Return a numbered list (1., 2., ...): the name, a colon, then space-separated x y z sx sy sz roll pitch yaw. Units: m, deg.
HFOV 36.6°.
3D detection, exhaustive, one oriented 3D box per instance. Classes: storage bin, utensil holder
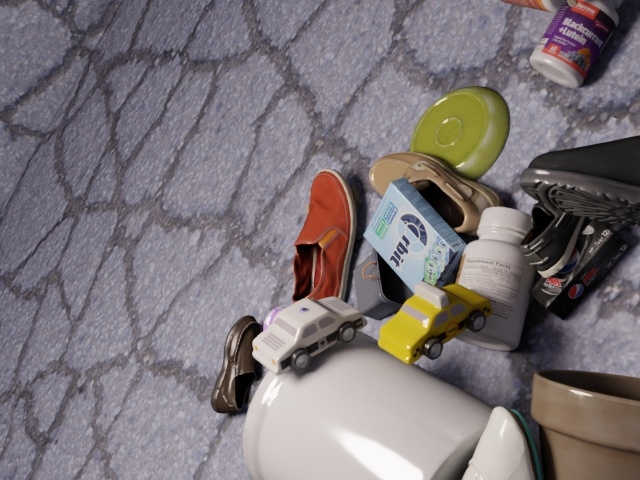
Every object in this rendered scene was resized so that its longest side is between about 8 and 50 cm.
1. storage bin: 0.111 0.087 1.896 0.091 0.098 0.135 -39 44 37
2. utensil holder: 0.117 0.357 1.553 0.386 0.328 0.327 23 85 48

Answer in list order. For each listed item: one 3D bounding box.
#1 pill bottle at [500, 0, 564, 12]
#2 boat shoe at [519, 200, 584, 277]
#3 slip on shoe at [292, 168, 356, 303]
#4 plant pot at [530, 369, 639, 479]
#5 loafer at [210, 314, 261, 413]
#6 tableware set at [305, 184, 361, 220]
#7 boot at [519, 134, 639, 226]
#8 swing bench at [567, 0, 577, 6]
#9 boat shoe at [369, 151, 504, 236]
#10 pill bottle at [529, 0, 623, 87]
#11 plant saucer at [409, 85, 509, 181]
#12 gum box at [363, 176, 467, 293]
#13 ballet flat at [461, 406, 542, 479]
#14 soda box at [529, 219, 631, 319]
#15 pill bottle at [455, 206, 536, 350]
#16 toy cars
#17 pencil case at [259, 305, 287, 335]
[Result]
1. pill bottle: 0.410 -0.527 1.925 0.216 0.121 0.121 30 90 49
2. boat shoe: 0.401 -0.047 1.642 0.084 0.079 0.233 -40 15 54
3. slip on shoe: 0.000 0.000 2.022 0.123 0.101 0.331 -13 65 45
4. plant pot: 0.431 0.337 1.296 0.323 0.323 0.280 8 91 47
5. loafer: -0.164 0.271 2.081 0.078 0.080 0.219 7 78 37
6. tableware set: 0.021 -0.041 2.109 0.169 0.020 0.141 -23 52 35
7. boot: 0.549 -0.247 1.550 0.367 0.146 0.444 12 78 18
8. swing bench: 0.548 -0.567 1.692 0.255 0.165 0.253 -3 56 16
9. boat shoe: 0.198 -0.096 1.867 0.341 0.110 0.121 25 113 48
10. pill bottle: 0.480 -0.389 1.784 0.108 0.108 0.193 32 92 49
11. plant saucer: 0.268 -0.212 1.949 0.241 0.037 0.240 -23 53 34
12. gum box: 0.174 0.000 1.807 0.184 0.041 0.157 50 141 23
13. ballet flat: 0.246 0.418 1.350 0.139 0.400 0.139 -9 27 5
14. soda box: 0.431 0.048 1.613 0.169 0.060 0.053 -51 37 10
15. pill bottle: 0.304 0.065 1.678 0.131 0.131 0.229 1 68 46
16. toy cars: 0.079 0.123 1.558 0.394 0.087 0.176 -7 29 10
17. pencil case: -0.037 0.196 1.976 0.088 0.086 0.206 -37 31 -28
